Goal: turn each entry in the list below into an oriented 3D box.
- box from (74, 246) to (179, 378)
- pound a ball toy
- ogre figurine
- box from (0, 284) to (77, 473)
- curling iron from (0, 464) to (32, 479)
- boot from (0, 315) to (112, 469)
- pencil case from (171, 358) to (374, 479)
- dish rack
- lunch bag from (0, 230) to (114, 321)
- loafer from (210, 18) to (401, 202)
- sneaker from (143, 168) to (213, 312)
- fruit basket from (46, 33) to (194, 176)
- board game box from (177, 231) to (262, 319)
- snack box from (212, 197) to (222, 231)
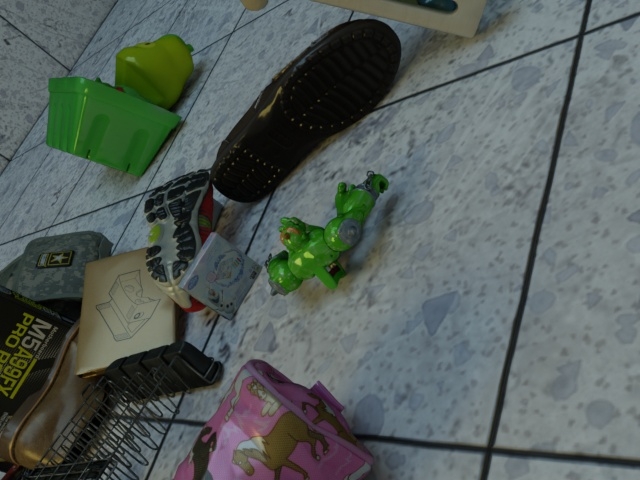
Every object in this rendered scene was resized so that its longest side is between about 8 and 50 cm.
[{"bbox_3d":[-0.296,0.103,1.110,0.164,0.021,0.201,-15,54,11],"label":"box"},{"bbox_3d":[0.059,-0.342,0.955,0.135,0.319,0.208,101,-178,-55],"label":"pound a ball toy"},{"bbox_3d":[0.000,0.000,0.879,0.197,0.096,0.118,-19,23,18],"label":"ogre figurine"},{"bbox_3d":[-0.530,0.223,1.171,0.270,0.216,0.060,-58,31,-5],"label":"box"},{"bbox_3d":[-0.537,0.437,1.148,0.274,0.035,0.068,-44,32,10],"label":"curling iron"},{"bbox_3d":[-0.363,0.222,1.126,0.115,0.112,0.305,10,55,21],"label":"boot"},{"bbox_3d":[-0.111,0.293,0.639,0.386,0.160,0.167,-53,23,-4],"label":"pencil case"},{"bbox_3d":[-0.267,0.247,0.911,0.208,0.074,0.271,-21,27,40],"label":"dish rack"},{"bbox_3d":[-0.521,0.114,1.347,0.287,0.169,0.235,-35,30,10],"label":"lunch bag"},{"bbox_3d":[-0.038,-0.216,1.105,0.366,0.134,0.130,-37,34,21],"label":"loafer"},{"bbox_3d":[-0.207,-0.001,1.108,0.107,0.118,0.279,-16,41,11],"label":"sneaker"},{"bbox_3d":[-0.471,-0.353,1.704,0.392,0.283,0.392,-30,51,45],"label":"fruit basket"},{"bbox_3d":[-0.139,0.050,0.996,0.020,0.090,0.090,7,62,54],"label":"board game box"},{"bbox_3d":[-0.229,-0.002,1.215,0.100,0.037,0.141,-20,44,41],"label":"snack box"}]
